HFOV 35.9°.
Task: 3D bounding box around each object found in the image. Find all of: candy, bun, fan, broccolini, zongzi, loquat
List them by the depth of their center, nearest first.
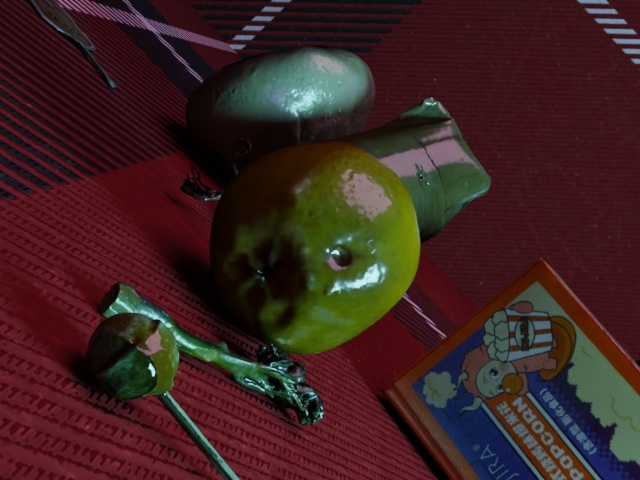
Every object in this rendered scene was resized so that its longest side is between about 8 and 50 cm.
[{"bbox_3d":[-0.078,0.131,0.642,0.202,0.061,0.061,54,7,-11],"label":"candy"},{"bbox_3d":[-0.076,0.086,0.808,0.071,0.057,0.254,0,-27,35],"label":"broccolini"},{"bbox_3d":[0.000,0.000,0.982,0.213,0.213,0.246,48,30,4],"label":"loquat"},{"bbox_3d":[-0.337,-0.281,1.332,0.220,0.009,0.132,50,10,20],"label":"fan"},{"bbox_3d":[-0.035,-0.009,1.350,0.447,0.418,0.181,-17,77,-37],"label":"zongzi"},{"bbox_3d":[-0.053,-0.165,1.449,0.283,0.283,0.179,16,58,-73],"label":"bun"}]

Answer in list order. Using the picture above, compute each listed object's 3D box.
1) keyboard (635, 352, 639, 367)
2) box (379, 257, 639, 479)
[{"bbox_3d":[0.471,0.229,1.207,0.106,0.027,0.317,50,7,-16],"label":"keyboard"},{"bbox_3d":[0.315,0.261,1.227,0.348,0.257,0.318,53,9,27],"label":"box"}]
